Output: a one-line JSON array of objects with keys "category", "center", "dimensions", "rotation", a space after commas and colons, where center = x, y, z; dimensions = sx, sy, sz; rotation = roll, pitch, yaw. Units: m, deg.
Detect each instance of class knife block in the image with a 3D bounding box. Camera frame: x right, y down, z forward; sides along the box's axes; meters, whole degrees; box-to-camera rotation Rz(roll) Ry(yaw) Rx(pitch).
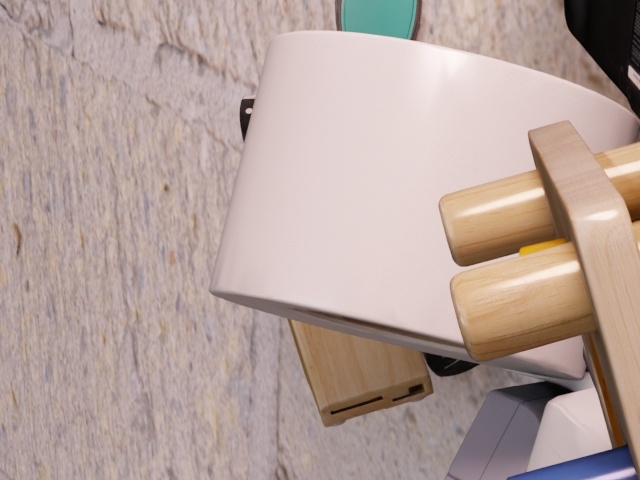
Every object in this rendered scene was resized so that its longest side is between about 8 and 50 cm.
[{"category": "knife block", "center": [0.000, 0.000, 1.538], "dimensions": [0.275, 0.088, 0.242], "rotation": [-119, 11, -80]}]

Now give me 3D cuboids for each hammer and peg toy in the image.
[{"category": "hammer and peg toy", "center": [0.157, 0.135, 0.849], "dimensions": [0.266, 0.127, 0.361], "rotation": [-77, -29, -80]}]

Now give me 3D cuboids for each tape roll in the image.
[{"category": "tape roll", "center": [0.065, -0.020, 1.227], "dimensions": [0.246, 0.246, 0.169], "rotation": [4, 81, 61]}]

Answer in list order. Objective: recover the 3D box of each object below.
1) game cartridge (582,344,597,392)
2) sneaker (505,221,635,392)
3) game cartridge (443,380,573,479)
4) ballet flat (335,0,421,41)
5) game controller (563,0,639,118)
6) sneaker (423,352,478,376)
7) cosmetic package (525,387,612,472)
[{"category": "game cartridge", "center": [0.304, 0.176, 0.992], "dimensions": [0.068, 0.230, 0.355], "rotation": [66, -175, -70]}, {"category": "sneaker", "center": [0.185, 0.042, 1.333], "dimensions": [0.217, 0.079, 0.121], "rotation": [-165, 87, -67]}, {"category": "game cartridge", "center": [0.098, 0.240, 1.319], "dimensions": [0.062, 0.198, 0.297], "rotation": [25, 98, 16]}, {"category": "ballet flat", "center": [0.043, -0.229, 1.528], "dimensions": [0.074, 0.074, 0.203], "rotation": [31, 130, 55]}, {"category": "game controller", "center": [0.215, -0.144, 1.166], "dimensions": [0.319, 0.067, 0.166], "rotation": [-113, 13, -60]}, {"category": "sneaker", "center": [0.095, 0.006, 1.453], "dimensions": [0.094, 0.081, 0.208], "rotation": [45, 144, 51]}, {"category": "cosmetic package", "center": [0.216, 0.294, 1.236], "dimensions": [0.217, 0.156, 0.385], "rotation": [48, 136, 45]}]
